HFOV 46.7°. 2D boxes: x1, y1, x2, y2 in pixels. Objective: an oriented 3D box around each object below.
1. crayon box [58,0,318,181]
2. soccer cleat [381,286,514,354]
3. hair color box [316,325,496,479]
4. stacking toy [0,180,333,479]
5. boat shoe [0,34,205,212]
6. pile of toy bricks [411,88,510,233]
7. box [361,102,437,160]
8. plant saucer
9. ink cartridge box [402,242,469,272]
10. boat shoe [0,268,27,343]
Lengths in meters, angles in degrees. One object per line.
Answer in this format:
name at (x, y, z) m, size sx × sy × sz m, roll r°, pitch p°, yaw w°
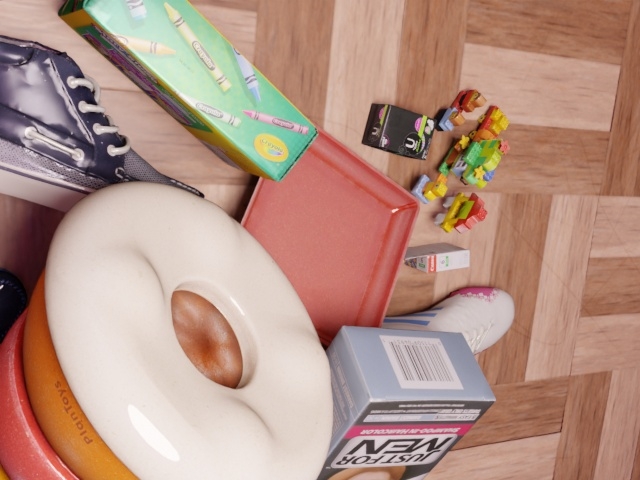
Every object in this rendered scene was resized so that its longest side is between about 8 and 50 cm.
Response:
crayon box at (-0.150, -0.189, 0.839) m, size 0.278 × 0.165 × 0.081 m, roll 41°, pitch 82°, yaw -29°
soccer cleat at (0.182, 0.157, 1.110) m, size 0.331 × 0.143 × 0.116 m, roll -12°, pitch 109°, yaw -24°
hair color box at (0.043, 0.276, 0.983) m, size 0.185 × 0.114 × 0.374 m, roll 7°, pitch 132°, yaw -28°
stacking toy at (-0.258, 0.191, 0.792) m, size 0.480 × 0.351 × 0.350 m, roll -33°, pitch 122°, yaw 24°
boat shoe at (-0.259, -0.116, 0.819) m, size 0.340 × 0.127 × 0.158 m, roll 15°, pitch 101°, yaw -30°
pile of toy bricks at (0.225, -0.122, 1.068) m, size 0.118 × 0.105 × 0.212 m, roll 40°, pitch 71°, yaw -30°
box at (0.111, -0.154, 1.049) m, size 0.083 × 0.052 × 0.062 m, roll 13°, pitch 95°, yaw -29°
plant saucer at (0.000, 0.000, 0.997) m, size 0.258 × 0.047 × 0.259 m, roll 32°, pitch 68°, yaw -30°
ink cartridge box at (0.159, 0.028, 1.113) m, size 0.115 × 0.063 × 0.029 m, roll -8°, pitch 104°, yaw -26°
boat shoe at (-0.425, 0.144, 0.820) m, size 0.258 × 0.089 × 0.109 m, roll -49°, pitch 119°, yaw -9°
